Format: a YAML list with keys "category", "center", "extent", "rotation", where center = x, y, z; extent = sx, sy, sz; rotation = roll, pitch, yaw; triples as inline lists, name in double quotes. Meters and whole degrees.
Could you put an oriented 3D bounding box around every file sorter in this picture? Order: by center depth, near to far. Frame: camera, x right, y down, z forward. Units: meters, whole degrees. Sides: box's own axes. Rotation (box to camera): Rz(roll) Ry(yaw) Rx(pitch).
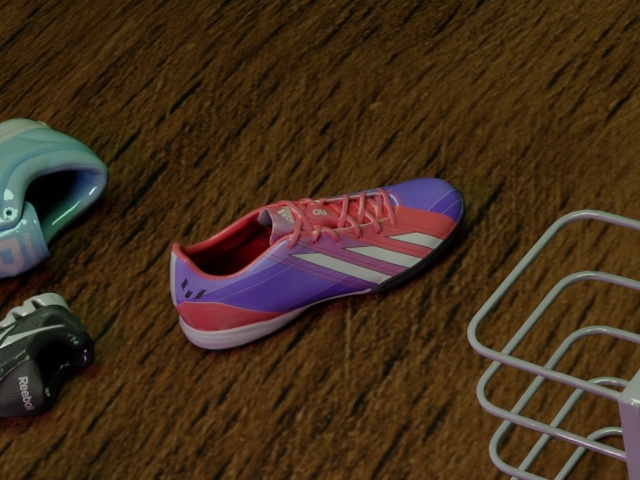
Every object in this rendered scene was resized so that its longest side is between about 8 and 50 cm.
- category: "file sorter"
  center: [0.242, 0.140, 1.445]
  extent: [0.173, 0.278, 0.193]
  rotation: [18, 49, 34]

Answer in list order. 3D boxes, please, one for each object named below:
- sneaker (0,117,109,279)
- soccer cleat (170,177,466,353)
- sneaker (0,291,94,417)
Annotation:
- category: "sneaker"
  center: [-0.368, -0.004, 1.885]
  extent: [0.150, 0.135, 0.366]
  rotation: [17, 50, 35]
- category: "soccer cleat"
  center: [0.000, 0.000, 1.792]
  extent: [0.318, 0.116, 0.108]
  rotation: [-24, 41, -11]
- category: "sneaker"
  center: [-0.318, 0.138, 1.750]
  extent: [0.234, 0.078, 0.106]
  rotation: [-34, 42, -25]
